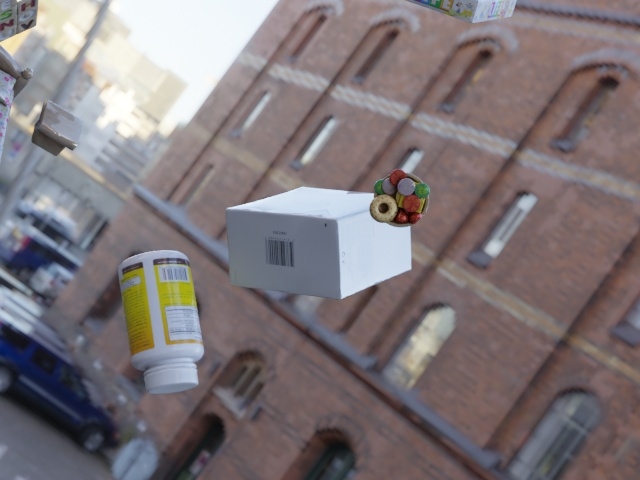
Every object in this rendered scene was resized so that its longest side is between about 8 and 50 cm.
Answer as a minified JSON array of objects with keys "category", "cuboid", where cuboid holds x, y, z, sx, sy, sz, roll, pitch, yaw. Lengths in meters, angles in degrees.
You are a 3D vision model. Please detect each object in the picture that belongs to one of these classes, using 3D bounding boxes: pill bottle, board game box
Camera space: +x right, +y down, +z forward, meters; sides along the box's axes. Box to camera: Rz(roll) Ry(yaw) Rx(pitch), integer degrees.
[{"category":"pill bottle","cuboid":[-0.252,0.132,2.053,0.117,0.117,0.215,43,35,-71]},{"category":"board game box","cuboid":[0.154,-0.280,1.469,0.103,0.026,0.154,23,20,18]}]

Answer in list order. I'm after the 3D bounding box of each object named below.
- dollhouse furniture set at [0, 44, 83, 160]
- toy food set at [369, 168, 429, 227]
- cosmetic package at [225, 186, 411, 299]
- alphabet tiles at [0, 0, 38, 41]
[{"category":"dollhouse furniture set","cuboid":[-0.358,-0.132,1.192,0.355,0.174,0.303,30,39,-29]},{"category":"toy food set","cuboid":[0.115,-0.060,1.850,0.083,0.083,0.020,16,7,-1]},{"category":"cosmetic package","cuboid":[0.000,0.000,2.137,0.224,0.138,0.224,6,16,35]},{"category":"alphabet tiles","cuboid":[-0.574,-0.334,2.127,0.009,0.237,0.198,58,-20,7]}]
